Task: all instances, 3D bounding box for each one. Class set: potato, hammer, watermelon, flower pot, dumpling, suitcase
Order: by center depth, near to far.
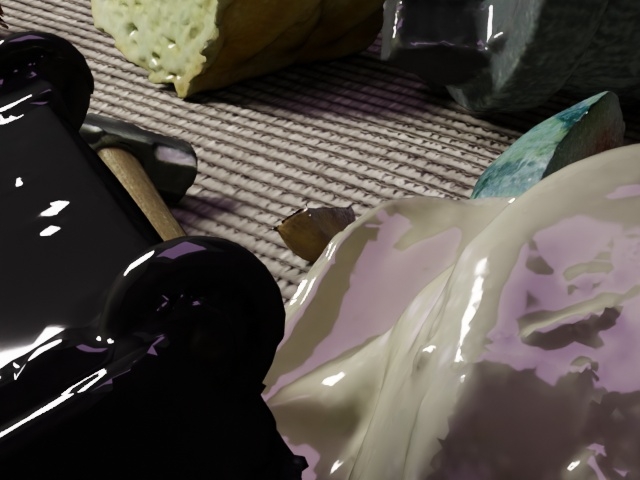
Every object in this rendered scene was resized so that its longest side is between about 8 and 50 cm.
[{"bbox_3d":[-0.170,0.098,0.624,0.339,0.188,0.345,-26,25,-8],"label":"suitcase"},{"bbox_3d":[0.119,0.117,0.700,0.395,0.233,0.315,21,61,36],"label":"dumpling"},{"bbox_3d":[-0.091,0.006,1.146,0.111,0.043,0.365,14,18,-26],"label":"hammer"},{"bbox_3d":[0.137,-0.017,1.155,0.081,0.094,0.180,-21,10,44],"label":"watermelon"},{"bbox_3d":[-0.001,0.000,1.195,0.037,0.036,0.093,-32,-8,16],"label":"potato"},{"bbox_3d":[0.183,-0.220,1.490,0.283,0.299,0.299,7,17,-19],"label":"flower pot"}]

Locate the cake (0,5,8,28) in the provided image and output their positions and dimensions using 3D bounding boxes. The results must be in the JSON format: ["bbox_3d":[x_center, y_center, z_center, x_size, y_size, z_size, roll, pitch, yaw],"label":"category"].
[{"bbox_3d":[-0.426,-0.215,1.677,0.287,0.098,0.135,1,20,0],"label":"cake"}]

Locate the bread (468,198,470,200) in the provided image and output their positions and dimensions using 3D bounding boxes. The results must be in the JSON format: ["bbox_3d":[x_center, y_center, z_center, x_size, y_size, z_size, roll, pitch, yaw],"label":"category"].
[{"bbox_3d":[0.100,-0.006,1.202,0.047,0.036,0.083,3,18,18],"label":"bread"}]

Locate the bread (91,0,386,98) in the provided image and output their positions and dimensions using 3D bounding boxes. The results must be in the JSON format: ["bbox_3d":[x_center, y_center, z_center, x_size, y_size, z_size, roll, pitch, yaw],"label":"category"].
[{"bbox_3d":[-0.056,-0.237,1.616,0.252,0.196,0.238,-18,30,-35],"label":"bread"}]
